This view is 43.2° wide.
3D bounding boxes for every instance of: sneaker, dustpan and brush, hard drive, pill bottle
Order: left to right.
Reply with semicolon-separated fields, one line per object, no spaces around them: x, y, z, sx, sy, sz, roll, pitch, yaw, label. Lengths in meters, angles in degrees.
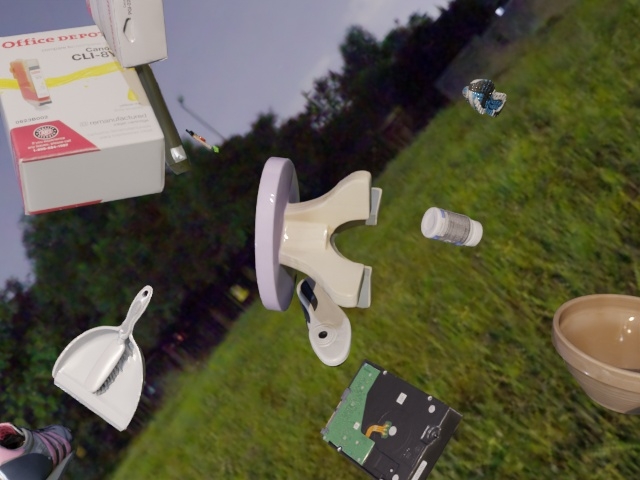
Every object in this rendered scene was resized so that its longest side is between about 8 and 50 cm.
-0.498;0.351;1.376;0.112;0.131;0.319;-32;9;-8;sneaker
-0.302;0.160;1.202;0.211;0.147;0.060;-58;-12;-3;dustpan and brush
0.019;0.177;1.535;0.079;0.121;0.217;-19;43;-1;sneaker
0.160;0.447;1.939;0.339;0.064;0.237;20;76;55;hard drive
0.324;-0.030;1.984;0.078;0.137;0.078;-41;42;52;pill bottle
0.345;-0.319;1.786;0.191;0.083;0.071;10;-73;-65;sneaker

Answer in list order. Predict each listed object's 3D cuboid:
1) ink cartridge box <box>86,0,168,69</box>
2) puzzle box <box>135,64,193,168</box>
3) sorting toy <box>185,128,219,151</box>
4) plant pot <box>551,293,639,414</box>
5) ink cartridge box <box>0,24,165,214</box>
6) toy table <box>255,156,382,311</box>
-0.354;-0.433;1.440;0.092;0.218;0.158;-18;-40;-19;ink cartridge box
-0.407;-0.312;2.072;0.052;0.272;0.409;-22;5;-6;puzzle box
-0.280;-0.237;1.928;0.012;0.083;0.062;-55;35;5;sorting toy
0.461;0.182;1.204;0.237;0.237;0.109;-48;-36;-59;plant pot
-0.507;-0.262;1.663;0.279;0.384;0.160;-13;-37;-21;ink cartridge box
0.000;0.000;1.244;0.274;0.161;0.252;83;-163;-52;toy table
